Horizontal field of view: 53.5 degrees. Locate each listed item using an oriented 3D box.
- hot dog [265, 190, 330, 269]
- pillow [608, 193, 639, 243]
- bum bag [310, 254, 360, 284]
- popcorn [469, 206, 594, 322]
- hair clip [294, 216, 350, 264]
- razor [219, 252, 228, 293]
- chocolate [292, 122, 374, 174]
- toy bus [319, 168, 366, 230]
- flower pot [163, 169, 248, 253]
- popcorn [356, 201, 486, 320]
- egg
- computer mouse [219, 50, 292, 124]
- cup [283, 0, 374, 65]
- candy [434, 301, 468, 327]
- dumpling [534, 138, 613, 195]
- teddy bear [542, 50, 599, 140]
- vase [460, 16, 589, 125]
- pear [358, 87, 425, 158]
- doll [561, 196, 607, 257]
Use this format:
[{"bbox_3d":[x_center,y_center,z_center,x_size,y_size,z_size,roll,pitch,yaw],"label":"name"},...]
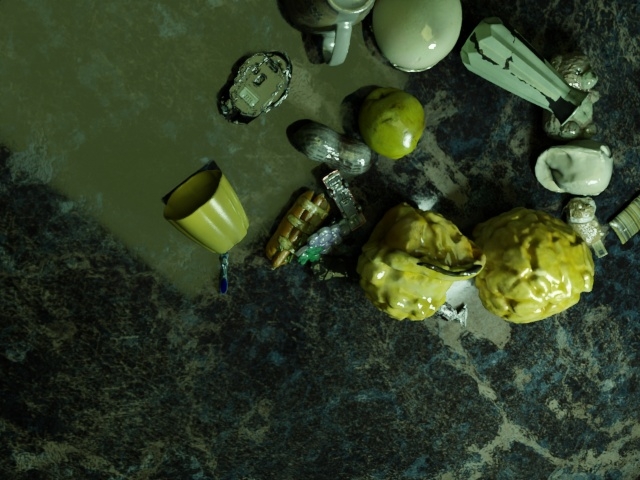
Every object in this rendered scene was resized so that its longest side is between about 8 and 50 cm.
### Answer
[{"bbox_3d":[-0.069,-0.030,1.859,0.109,0.072,0.269,33,94,-19],"label":"hot dog"},{"bbox_3d":[1.091,-0.091,2.183,0.203,0.038,0.113,-44,113,1],"label":"pillow"},{"bbox_3d":[0.062,0.089,1.945,0.198,0.049,0.087,5,81,-16],"label":"bum bag"},{"bbox_3d":[0.643,0.069,1.941,0.354,0.390,0.344,-9,94,20],"label":"popcorn"},{"bbox_3d":[-0.001,-0.001,1.851,0.195,0.052,0.124,-43,144,13],"label":"hair clip"},{"bbox_3d":[-0.283,0.088,1.856,0.044,0.028,0.154,-1,106,-16],"label":"razor"},{"bbox_3d":[0.040,-0.262,1.801,0.248,0.110,0.110,15,102,-24],"label":"chocolate"},{"bbox_3d":[0.063,-0.122,1.865,0.065,0.077,0.192,-34,114,-6],"label":"toy bus"},{"bbox_3d":[-0.296,-0.069,1.731,0.195,0.195,0.179,-39,125,-2],"label":"flower pot"},{"bbox_3d":[0.295,0.069,1.841,0.349,0.382,0.349,-2,94,-34],"label":"popcorn"},{"bbox_3d":[0.287,-0.609,1.730,0.264,0.174,0.286,14,99,-23],"label":"egg"},{"bbox_3d":[-0.172,-0.412,1.710,0.242,0.077,0.146,-44,112,4],"label":"computer mouse"},{"bbox_3d":[0.035,-0.599,1.620,0.227,0.257,0.301,-7,110,-11],"label":"cup"},{"bbox_3d":[0.397,0.220,2.075,0.226,0.051,0.094,26,95,-21],"label":"candy"},{"bbox_3d":[0.788,-0.210,1.981,0.227,0.175,0.243,0,122,22],"label":"dumpling"},{"bbox_3d":[0.761,-0.437,1.929,0.236,0.151,0.267,-8,112,-36],"label":"teddy bear"},{"bbox_3d":[0.575,-0.478,1.795,0.360,0.165,0.165,38,94,6],"label":"vase"},{"bbox_3d":[0.200,-0.332,1.783,0.200,0.200,0.200,-4,107,-14],"label":"pear"},{"bbox_3d":[0.876,-0.045,2.099,0.115,0.105,0.221,-27,111,11],"label":"doll"}]
